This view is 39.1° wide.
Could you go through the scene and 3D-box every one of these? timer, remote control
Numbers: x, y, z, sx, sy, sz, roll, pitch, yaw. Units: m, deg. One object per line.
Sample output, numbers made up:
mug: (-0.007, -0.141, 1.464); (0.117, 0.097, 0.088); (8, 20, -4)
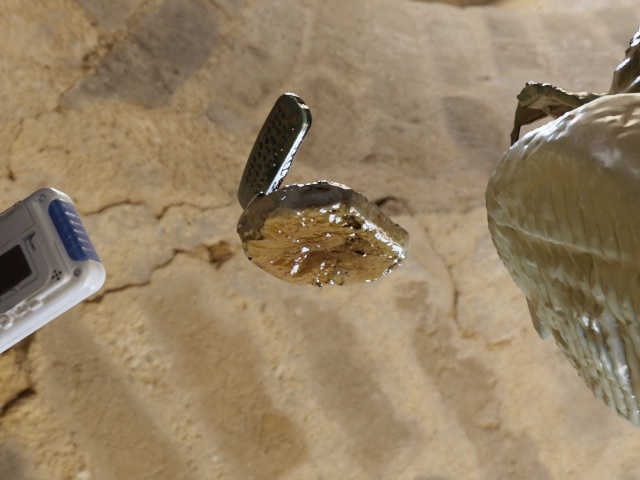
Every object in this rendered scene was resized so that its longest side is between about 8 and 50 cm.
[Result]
timer: (-0.461, 0.050, 1.345); (0.178, 0.253, 0.078); (60, -172, 18)
remote control: (-0.071, -0.123, 1.350); (0.042, 0.222, 0.072); (-12, -125, -39)

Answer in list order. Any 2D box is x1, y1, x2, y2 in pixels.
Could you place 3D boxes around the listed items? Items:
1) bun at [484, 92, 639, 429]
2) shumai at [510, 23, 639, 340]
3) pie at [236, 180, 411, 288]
bun: (0.200, 0.013, 0.517); (0.220, 0.134, 0.220); (54, 167, 18)
shumai: (0.339, -0.029, 0.827); (0.395, 0.348, 0.395); (62, 171, 17)
pie: (0.000, 0.000, 0.992); (0.195, 0.195, 0.046); (37, -131, -43)
